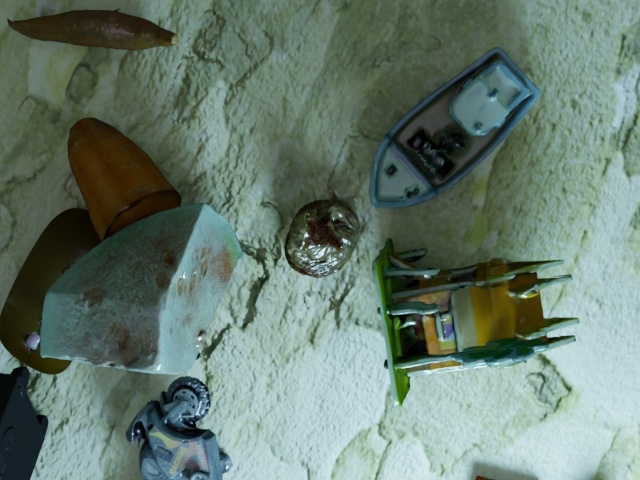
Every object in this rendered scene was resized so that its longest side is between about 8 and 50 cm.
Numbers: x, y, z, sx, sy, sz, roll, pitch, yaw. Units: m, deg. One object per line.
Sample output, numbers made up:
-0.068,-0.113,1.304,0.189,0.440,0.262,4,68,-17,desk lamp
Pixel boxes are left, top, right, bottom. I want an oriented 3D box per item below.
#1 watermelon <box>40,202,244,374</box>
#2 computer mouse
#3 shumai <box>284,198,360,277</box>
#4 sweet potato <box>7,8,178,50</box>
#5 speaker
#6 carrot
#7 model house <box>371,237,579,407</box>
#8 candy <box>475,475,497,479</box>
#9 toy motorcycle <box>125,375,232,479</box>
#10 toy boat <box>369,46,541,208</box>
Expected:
-0.283,0.124,1.846,0.387,0.258,0.228,-38,133,7,watermelon
-0.462,0.093,1.983,0.158,0.072,0.310,30,99,4,computer mouse
-0.004,0.004,1.916,0.123,0.105,0.139,38,124,-2,shumai
-0.392,-0.371,1.929,0.314,0.066,0.072,9,90,8,sweet potato
-0.600,0.364,1.907,0.184,0.254,0.232,8,141,6,speaker
-0.365,-0.111,1.920,0.159,0.159,0.225,-40,77,9,carrot
0.248,0.100,1.757,0.312,0.357,0.243,-11,93,9,model house
0.325,0.459,1.947,0.122,0.038,0.062,13,97,5,candy
-0.258,0.392,1.978,0.173,0.108,0.307,-4,97,16,toy motorcycle
0.208,-0.172,1.847,0.332,0.133,0.145,-42,91,9,toy boat
